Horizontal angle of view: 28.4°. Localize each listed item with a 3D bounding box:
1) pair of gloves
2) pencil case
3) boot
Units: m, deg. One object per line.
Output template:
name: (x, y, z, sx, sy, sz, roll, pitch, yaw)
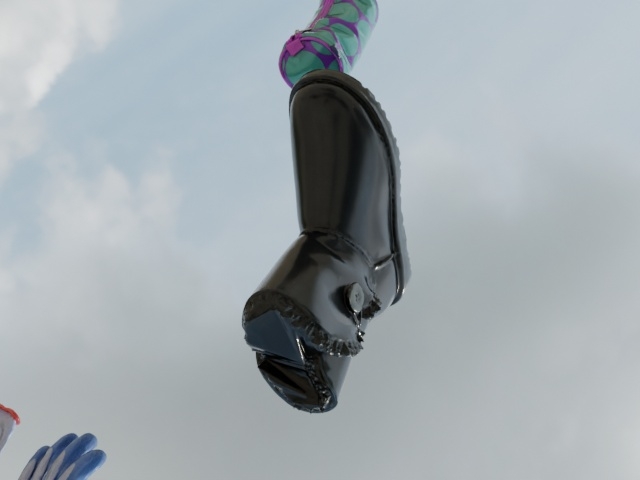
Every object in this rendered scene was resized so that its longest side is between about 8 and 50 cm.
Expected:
pair of gloves: (-0.241, 0.190, 0.902, 0.198, 0.023, 0.159, 9, -123, 44)
pencil case: (0.010, -0.201, 1.242, 0.064, 0.070, 0.151, -16, -154, 27)
boot: (0.000, 0.000, 1.086, 0.094, 0.246, 0.207, -2, -153, 25)
